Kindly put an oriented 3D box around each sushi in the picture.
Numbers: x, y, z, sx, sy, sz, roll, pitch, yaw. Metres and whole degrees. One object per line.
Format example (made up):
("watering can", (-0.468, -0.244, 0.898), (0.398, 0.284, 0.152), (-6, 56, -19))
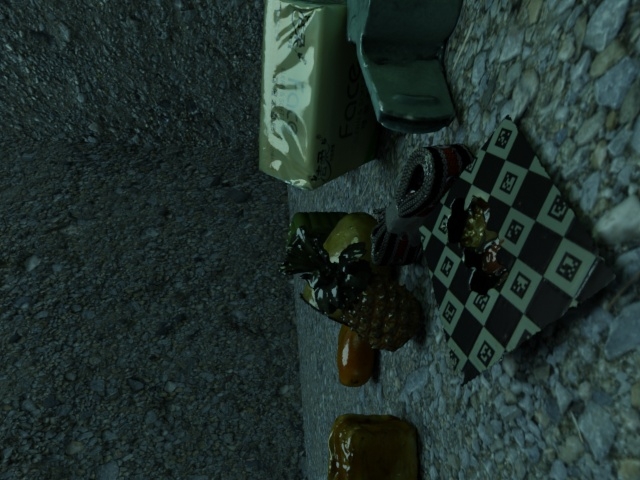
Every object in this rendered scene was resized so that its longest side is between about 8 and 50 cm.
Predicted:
("sushi", (0.243, 0.016, 0.643), (0.264, 0.050, 0.290), (120, 155, -43))

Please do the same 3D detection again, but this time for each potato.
("potato", (0.086, 0.063, 1.185), (0.229, 0.229, 0.266), (-123, 50, -73))

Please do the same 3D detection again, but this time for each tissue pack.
("tissue pack", (0.020, -0.367, 1.153), (0.205, 0.331, 0.405), (25, 126, 30))

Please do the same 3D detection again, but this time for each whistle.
("whistle", (0.146, -0.379, 0.871), (0.188, 0.168, 0.405), (167, 104, -79))

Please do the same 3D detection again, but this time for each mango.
("mango", (0.101, 0.290, 1.311), (0.141, 0.102, 0.218), (52, -144, -67))

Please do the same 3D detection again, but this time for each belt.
("belt", (0.177, -0.057, 0.897), (0.360, 0.094, 0.126), (111, 158, -65))

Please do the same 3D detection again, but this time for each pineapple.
("pineapple", (0.062, 0.089, 0.959), (0.170, 0.310, 0.141), (-50, 11, 19))

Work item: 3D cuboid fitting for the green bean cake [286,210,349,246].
("green bean cake", (0.000, 0.000, 1.577), (0.201, 0.214, 0.113), (101, 160, -44))

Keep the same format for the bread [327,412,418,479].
("bread", (0.108, 0.542, 0.988), (0.149, 0.195, 0.344), (138, 134, -69))
